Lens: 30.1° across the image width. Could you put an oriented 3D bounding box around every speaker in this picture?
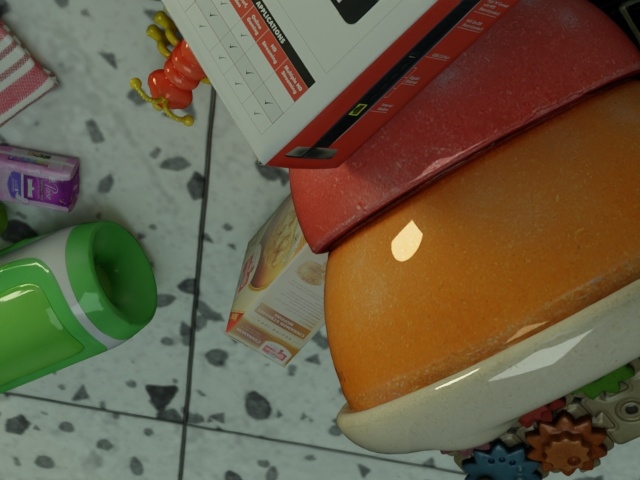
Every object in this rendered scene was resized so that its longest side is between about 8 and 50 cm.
[{"bbox_3d":[-0.313,0.082,1.180,0.296,0.131,0.131,-22,119,21],"label":"speaker"}]

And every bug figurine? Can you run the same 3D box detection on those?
[{"bbox_3d":[-0.168,-0.228,0.976,0.279,0.072,0.216,31,123,-13],"label":"bug figurine"}]

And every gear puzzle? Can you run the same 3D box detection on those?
[{"bbox_3d":[0.271,0.170,1.209,0.339,0.044,0.175,-31,115,25],"label":"gear puzzle"}]

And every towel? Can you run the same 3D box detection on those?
[{"bbox_3d":[-0.348,-0.177,1.066,0.144,0.029,0.197,-28,119,24],"label":"towel"}]

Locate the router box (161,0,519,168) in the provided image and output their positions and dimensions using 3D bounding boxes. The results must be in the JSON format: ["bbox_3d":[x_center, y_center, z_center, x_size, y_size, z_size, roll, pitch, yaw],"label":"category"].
[{"bbox_3d":[0.004,-0.262,0.687,0.301,0.082,0.335,-40,71,29],"label":"router box"}]

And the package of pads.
[{"bbox_3d":[-0.273,-0.058,1.134,0.083,0.032,0.050,11,128,0],"label":"package of pads"}]

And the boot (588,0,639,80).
[{"bbox_3d":[0.312,-0.203,0.891,0.348,0.131,0.260,-17,121,19],"label":"boot"}]

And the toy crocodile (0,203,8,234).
[{"bbox_3d":[-0.456,-0.079,1.112,0.340,0.105,0.115,28,124,-6],"label":"toy crocodile"}]

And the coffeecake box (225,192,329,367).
[{"bbox_3d":[0.000,0.000,1.068,0.068,0.142,0.185,31,123,-15],"label":"coffeecake box"}]

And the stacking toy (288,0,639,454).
[{"bbox_3d":[0.073,-0.124,0.835,0.350,0.350,0.480,-29,88,25],"label":"stacking toy"}]
